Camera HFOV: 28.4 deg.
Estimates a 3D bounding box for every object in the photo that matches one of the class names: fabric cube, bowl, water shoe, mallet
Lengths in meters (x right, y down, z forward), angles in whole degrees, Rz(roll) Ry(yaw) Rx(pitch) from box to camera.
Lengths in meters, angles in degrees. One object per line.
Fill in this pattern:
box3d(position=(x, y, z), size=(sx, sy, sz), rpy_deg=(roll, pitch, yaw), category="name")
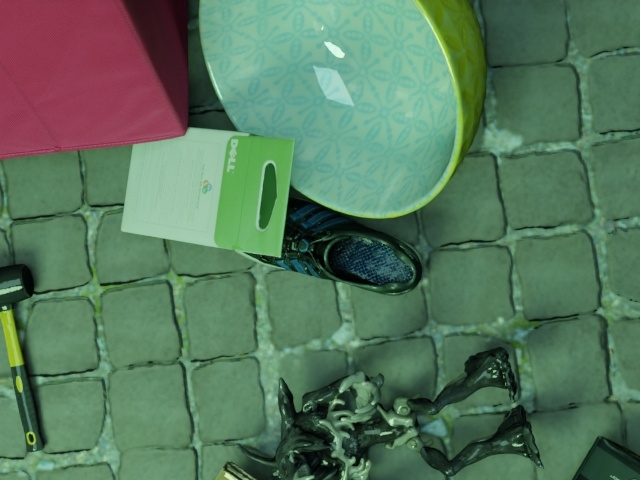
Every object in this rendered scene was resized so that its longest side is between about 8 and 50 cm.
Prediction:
box3d(position=(-0.272, -0.245, 1.129), size=(0.259, 0.258, 0.254), rpy_deg=(-7, 66, 7), category="fabric cube")
box3d(position=(0.046, -0.181, 1.157), size=(0.289, 0.289, 0.156), rpy_deg=(44, 51, 7), category="bowl")
box3d(position=(0.000, 0.000, 1.211), size=(0.203, 0.080, 0.073), rpy_deg=(13, 90, 8), category="water shoe")
box3d(position=(-0.315, 0.120, 1.274), size=(0.062, 0.039, 0.189), rpy_deg=(-5, 91, 6), category="mallet")

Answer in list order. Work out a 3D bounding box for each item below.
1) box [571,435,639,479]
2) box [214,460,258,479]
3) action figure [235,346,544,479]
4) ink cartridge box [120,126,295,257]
box3d(position=(0.281, 0.295, 1.106), size=(0.051, 0.220, 0.175), rpy_deg=(28, 93, -31), category="box")
box3d(position=(-0.069, 0.333, 1.208), size=(0.164, 0.021, 0.201), rpy_deg=(34, 111, 7), category="box")
box3d(position=(0.055, 0.188, 1.170), size=(0.276, 0.141, 0.164), rpy_deg=(-18, 98, 5), category="action figure")
box3d(position=(-0.090, -0.047, 1.185), size=(0.209, 0.062, 0.109), rpy_deg=(9, 90, 39), category="ink cartridge box")
